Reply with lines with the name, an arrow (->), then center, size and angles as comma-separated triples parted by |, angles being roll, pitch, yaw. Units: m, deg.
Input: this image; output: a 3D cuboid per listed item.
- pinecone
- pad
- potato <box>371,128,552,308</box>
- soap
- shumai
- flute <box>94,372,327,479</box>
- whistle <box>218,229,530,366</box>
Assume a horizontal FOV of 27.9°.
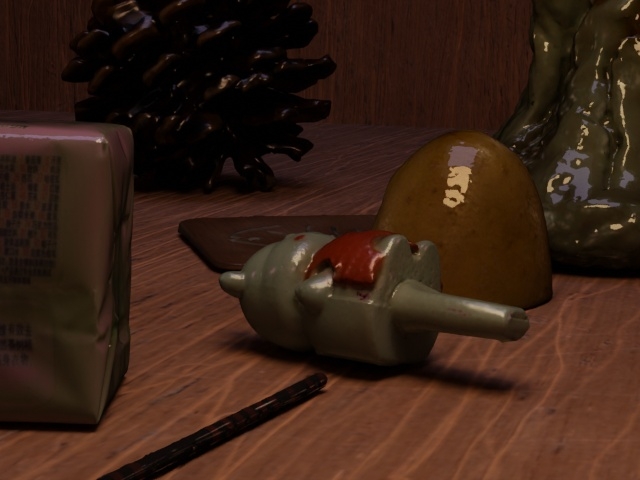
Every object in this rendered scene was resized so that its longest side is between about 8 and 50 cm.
pinecone -> -0.158, -0.238, 1.898 | 0.398, 0.397, 0.398 | 1, 9, 0
pad -> 0.000, 0.000, 1.411 | 0.284, 0.018, 0.286 | -1, 9, -15
potato -> 0.130, -0.023, 1.180 | 0.203, 0.158, 0.178 | -1, 10, -39
soap -> -0.222, 0.012, 0.820 | 0.199, 0.182, 0.138 | 2, 9, 2
shumai -> 0.318, -0.145, 1.411 | 0.324, 0.323, 0.397 | 3, 11, 2
flute -> -0.062, 0.112, 0.749 | 0.014, 0.014, 0.269 | 6, 10, 27
whistle -> 0.030, 0.042, 0.928 | 0.253, 0.105, 0.102 | 8, 28, 38
